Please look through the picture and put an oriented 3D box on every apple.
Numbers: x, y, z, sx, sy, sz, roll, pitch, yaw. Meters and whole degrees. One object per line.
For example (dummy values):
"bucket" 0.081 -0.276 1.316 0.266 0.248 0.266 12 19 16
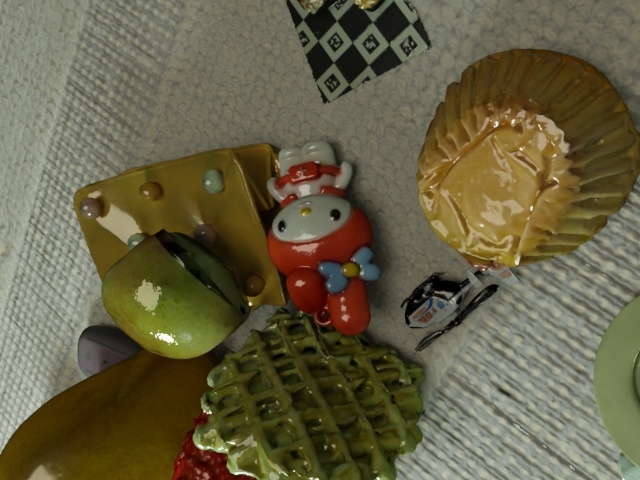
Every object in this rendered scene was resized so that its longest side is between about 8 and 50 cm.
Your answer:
"apple" -0.220 0.089 1.024 0.188 0.174 0.207 53 140 1

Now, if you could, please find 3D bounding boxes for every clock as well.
"clock" 0.423 0.159 0.766 0.235 0.029 0.235 -25 57 46

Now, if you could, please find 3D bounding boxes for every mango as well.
"mango" -0.339 0.357 1.158 0.445 0.232 0.300 -44 107 -10

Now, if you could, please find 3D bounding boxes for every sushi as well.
"sushi" 0.021 -0.363 0.978 0.192 0.043 0.279 -22 87 33

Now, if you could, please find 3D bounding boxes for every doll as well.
"doll" 0.000 0.000 1.002 0.161 0.130 0.290 -11 77 9

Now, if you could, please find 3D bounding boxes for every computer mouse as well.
"computer mouse" -0.392 0.241 1.335 0.232 0.057 0.120 11 104 33

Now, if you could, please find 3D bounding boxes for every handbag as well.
"handbag" -0.227 0.003 1.155 0.401 0.133 0.283 -8 103 30

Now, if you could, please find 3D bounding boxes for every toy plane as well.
"toy plane" 0.183 0.079 0.955 0.078 0.053 0.197 50 121 5

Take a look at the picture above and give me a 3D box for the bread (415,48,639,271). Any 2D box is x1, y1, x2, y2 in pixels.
"bread" 0.241 -0.096 0.829 0.274 0.149 0.274 10 110 28

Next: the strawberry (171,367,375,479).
"strawberry" -0.067 0.342 1.061 0.312 0.267 0.351 7 71 4

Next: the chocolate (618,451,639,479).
"chocolate" 0.480 0.219 0.766 0.291 0.110 0.110 -36 79 34

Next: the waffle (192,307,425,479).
"waffle" -0.010 0.225 0.960 0.317 0.297 0.073 17 135 20
